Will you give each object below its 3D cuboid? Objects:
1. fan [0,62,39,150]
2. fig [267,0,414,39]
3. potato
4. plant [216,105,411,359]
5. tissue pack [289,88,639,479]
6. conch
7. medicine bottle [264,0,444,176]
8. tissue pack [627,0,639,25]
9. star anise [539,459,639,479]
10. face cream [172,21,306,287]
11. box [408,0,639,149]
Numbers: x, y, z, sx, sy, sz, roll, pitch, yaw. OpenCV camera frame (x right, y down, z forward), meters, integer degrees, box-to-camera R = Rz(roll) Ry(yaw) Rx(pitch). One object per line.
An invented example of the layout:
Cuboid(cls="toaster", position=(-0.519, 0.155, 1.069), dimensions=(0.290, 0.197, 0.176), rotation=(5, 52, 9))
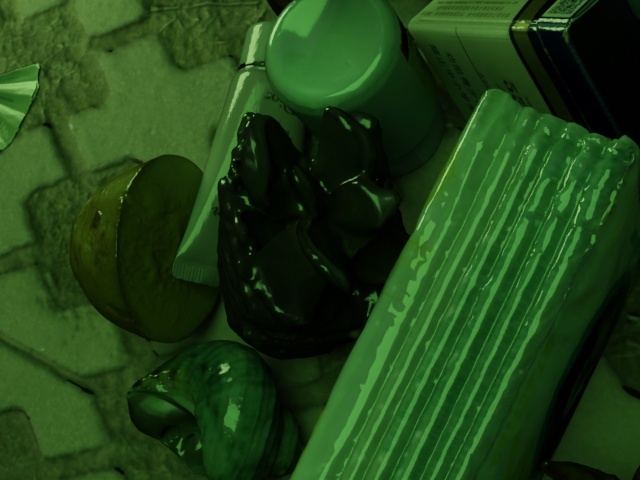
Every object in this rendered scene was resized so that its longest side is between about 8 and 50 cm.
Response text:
Cuboid(cls="fan", position=(-0.480, -0.166, 1.283), dimensions=(0.240, 0.009, 0.131), rotation=(-31, 69, 10))
Cuboid(cls="fig", position=(0.040, -0.275, 1.069), dimensions=(0.236, 0.124, 0.124), rotation=(31, 88, 7))
Cuboid(cls="potato", position=(-0.215, 0.014, 1.052), dimensions=(0.158, 0.178, 0.204), rotation=(-6, 98, 36))
Cuboid(cls="plant", position=(0.000, 0.000, 0.890), dimensions=(0.188, 0.276, 0.199), rotation=(-9, 67, -14))
Cuboid(cls="tissue pack", position=(0.147, 0.103, 0.810), dimensions=(0.162, 0.287, 0.388), rotation=(25, 86, 26))
Cuboid(cls="conch", position=(-0.106, 0.188, 0.977), dimensions=(0.188, 0.122, 0.176), rotation=(42, 122, 25))
Cuboid(cls="medicine bottle", position=(0.044, -0.157, 0.956), dimensions=(0.139, 0.225, 0.139), rotation=(-6, 73, 20))
Cuboid(cls="tissue pack", position=(0.345, -0.212, 0.818), dimensions=(0.206, 0.287, 0.198), rotation=(-35, 70, 3))
Cuboid(cls="star anise", position=(0.303, 0.251, 0.795), dimensions=(0.272, 0.102, 0.272), rotation=(3, 108, 9))
Cuboid(cls="face cream", position=(-0.073, -0.094, 1.058), dimensions=(0.143, 0.089, 0.314), rotation=(14, 78, -20))
Cuboid(cls="box", position=(0.203, -0.154, 0.860), dimensions=(0.071, 0.168, 0.259), rotation=(-43, 27, -11))
